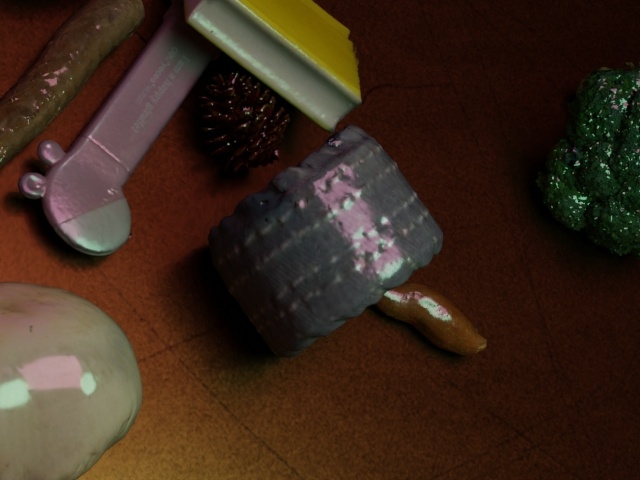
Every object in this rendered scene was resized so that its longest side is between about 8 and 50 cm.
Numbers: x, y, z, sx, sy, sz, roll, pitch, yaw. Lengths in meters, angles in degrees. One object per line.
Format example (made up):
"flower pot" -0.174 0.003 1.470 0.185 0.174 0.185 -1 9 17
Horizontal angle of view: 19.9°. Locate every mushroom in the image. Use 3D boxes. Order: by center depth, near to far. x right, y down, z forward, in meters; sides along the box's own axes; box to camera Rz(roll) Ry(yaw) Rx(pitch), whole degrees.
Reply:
"mushroom" -0.296 0.164 1.684 0.260 0.234 0.254 7 23 11

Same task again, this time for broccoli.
"broccoli" 0.383 -0.119 2.208 0.270 0.270 0.270 15 27 -26

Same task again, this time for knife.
"knife" -0.192 -0.145 1.971 0.132 0.038 0.399 41 52 -15

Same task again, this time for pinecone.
"pinecone" -0.083 -0.131 1.991 0.102 0.102 0.109 -15 89 -36

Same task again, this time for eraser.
"eraser" -0.055 -0.239 2.019 0.226 0.069 0.158 37 27 -28

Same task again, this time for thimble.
"thimble" 0.000 0.000 1.902 0.205 0.236 0.172 -33 88 -31

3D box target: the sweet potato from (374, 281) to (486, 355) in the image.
"sweet potato" 0.105 0.074 2.050 0.195 0.056 0.056 28 57 -13

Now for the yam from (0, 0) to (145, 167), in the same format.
"yam" -0.287 -0.162 1.903 0.066 0.066 0.300 43 54 -9
